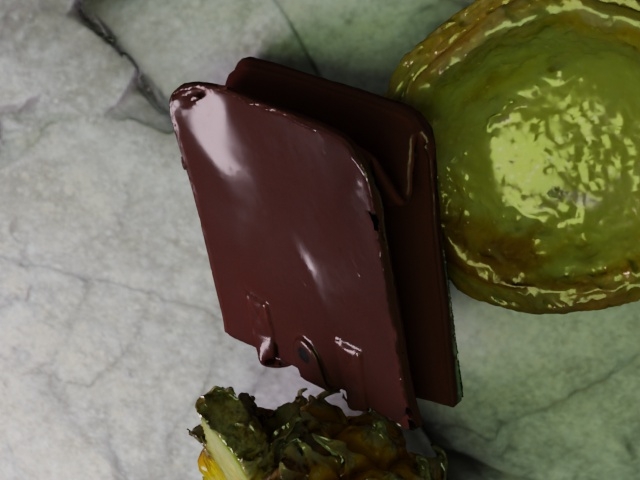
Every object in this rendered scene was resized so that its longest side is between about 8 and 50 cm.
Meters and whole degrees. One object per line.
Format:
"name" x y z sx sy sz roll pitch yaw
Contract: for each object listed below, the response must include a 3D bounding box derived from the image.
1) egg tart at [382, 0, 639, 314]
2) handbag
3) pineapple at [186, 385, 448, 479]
"egg tart" 0.188 -0.079 1.118 0.294 0.123 0.294 7 115 15
"handbag" -0.001 0.000 1.170 0.260 0.084 0.275 24 132 43
"pineapple" 0.029 0.200 1.238 0.344 0.209 0.286 19 137 56
